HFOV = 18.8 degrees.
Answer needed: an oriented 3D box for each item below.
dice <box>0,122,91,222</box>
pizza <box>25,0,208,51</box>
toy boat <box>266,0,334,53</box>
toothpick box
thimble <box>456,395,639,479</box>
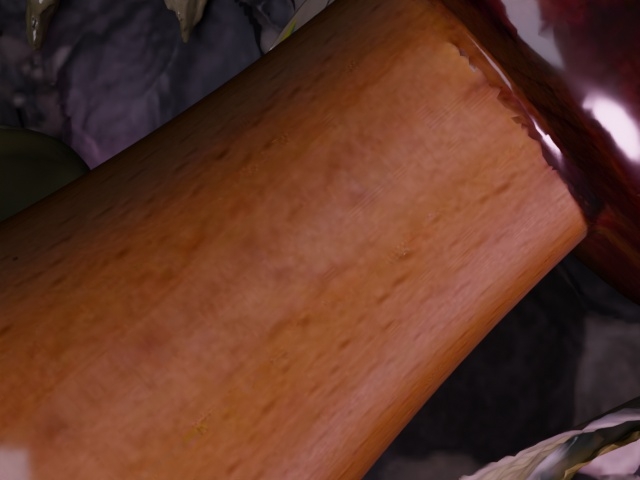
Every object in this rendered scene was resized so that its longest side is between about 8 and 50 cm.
[{"bbox_3d":[-0.229,0.072,0.767,0.254,0.250,0.252,7,97,24],"label":"dice"},{"bbox_3d":[-0.087,-0.204,0.805,0.181,0.034,0.262,17,100,22],"label":"pizza"},{"bbox_3d":[0.018,-0.073,0.737,0.084,0.066,0.210,30,114,20],"label":"toy boat"},{"bbox_3d":[0.000,0.000,0.608,0.294,0.192,0.192,-41,75,-6],"label":"toothpick box"},{"bbox_3d":[0.147,0.176,0.655,0.271,0.150,0.270,2,94,24],"label":"thimble"}]
